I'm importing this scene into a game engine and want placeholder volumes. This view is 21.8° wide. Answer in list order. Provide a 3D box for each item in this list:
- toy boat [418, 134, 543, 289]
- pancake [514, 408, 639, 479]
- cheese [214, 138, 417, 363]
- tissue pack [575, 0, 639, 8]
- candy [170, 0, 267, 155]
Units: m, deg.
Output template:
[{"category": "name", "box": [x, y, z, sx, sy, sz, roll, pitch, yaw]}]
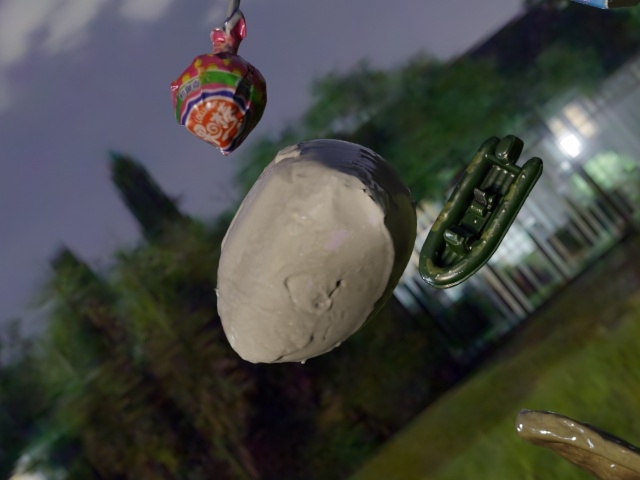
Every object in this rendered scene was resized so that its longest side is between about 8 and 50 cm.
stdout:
[{"category": "toy boat", "box": [0.191, -0.032, 2.027, 0.052, 0.104, 0.210, 32, -89, -49]}, {"category": "pancake", "box": [0.300, 0.220, 1.598, 0.242, 0.242, 0.050, 54, -124, -81]}, {"category": "cheese", "box": [0.000, 0.000, 1.447, 0.198, 0.154, 0.189, -57, 15, 24]}, {"category": "tissue pack", "box": [0.325, -0.408, 2.280, 0.209, 0.270, 0.137, -20, -50, -55]}, {"category": "candy", "box": [-0.123, -0.255, 2.211, 0.124, 0.124, 0.365, -45, 23, 31]}]
